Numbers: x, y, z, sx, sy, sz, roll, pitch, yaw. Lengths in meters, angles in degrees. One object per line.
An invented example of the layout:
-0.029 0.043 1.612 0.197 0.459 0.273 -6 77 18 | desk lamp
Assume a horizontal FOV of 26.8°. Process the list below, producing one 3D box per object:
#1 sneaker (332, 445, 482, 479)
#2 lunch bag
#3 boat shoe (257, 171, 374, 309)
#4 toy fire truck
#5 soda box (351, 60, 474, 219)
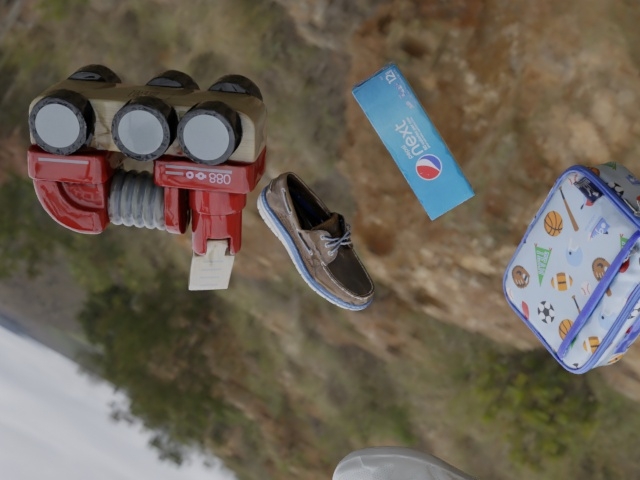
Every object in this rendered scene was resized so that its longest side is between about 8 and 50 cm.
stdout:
0.126 0.351 1.668 0.292 0.108 0.169 12 -158 22 | sneaker
0.421 0.041 2.047 0.115 0.303 0.243 -7 -133 -35 | lunch bag
0.000 0.000 1.544 0.183 0.066 0.066 47 140 6 | boat shoe
-0.160 -0.040 1.321 0.217 0.246 0.158 5 -157 8 | toy fire truck
0.126 -0.137 1.834 0.210 0.071 0.067 57 -171 -9 | soda box
